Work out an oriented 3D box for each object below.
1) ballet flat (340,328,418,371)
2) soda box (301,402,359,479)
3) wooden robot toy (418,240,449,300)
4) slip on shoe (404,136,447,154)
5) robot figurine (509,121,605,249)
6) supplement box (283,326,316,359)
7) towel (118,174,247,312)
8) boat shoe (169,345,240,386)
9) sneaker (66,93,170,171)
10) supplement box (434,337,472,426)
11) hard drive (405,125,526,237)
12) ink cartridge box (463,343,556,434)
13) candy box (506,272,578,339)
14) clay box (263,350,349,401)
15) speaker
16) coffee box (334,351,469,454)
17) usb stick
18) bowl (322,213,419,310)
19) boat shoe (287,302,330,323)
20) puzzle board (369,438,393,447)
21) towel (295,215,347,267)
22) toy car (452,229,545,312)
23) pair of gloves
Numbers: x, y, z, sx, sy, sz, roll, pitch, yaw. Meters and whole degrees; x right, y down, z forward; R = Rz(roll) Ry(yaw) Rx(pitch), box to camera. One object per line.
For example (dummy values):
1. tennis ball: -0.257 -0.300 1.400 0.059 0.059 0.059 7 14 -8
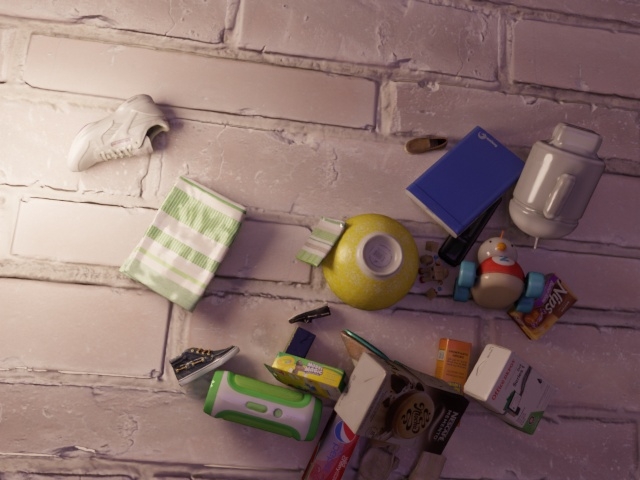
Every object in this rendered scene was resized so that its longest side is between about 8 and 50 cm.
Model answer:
1. ballet flat: 0.173 0.366 1.464 0.316 0.107 0.106 31 85 0
2. soda box: 0.044 0.545 1.418 0.083 0.092 0.263 27 78 0
3. wooden robot toy: 0.342 0.088 1.558 0.079 0.076 0.173 0 81 -38
4. slip on shoe: 0.327 -0.296 1.626 0.135 0.041 0.051 -4 81 -8
5. robot figurine: 0.674 -0.153 1.517 0.199 0.300 0.353 21 112 15
6. supplement box: -0.059 0.286 1.454 0.056 0.083 0.083 28 78 -2
7. towel: -0.375 0.000 1.460 0.248 0.038 0.325 27 78 11
8. boat shoe: -0.315 0.314 1.425 0.183 0.065 0.083 -29 86 -10
9. sneaker: -0.562 -0.278 1.470 0.305 0.114 0.152 -41 86 -12
10. supplement box: 0.368 0.400 1.494 0.078 0.080 0.233 12 81 -3
11. hard drive: 0.445 -0.183 1.598 0.318 0.040 0.210 -41 72 -12
12. ink cartridge box: 0.528 0.414 1.469 0.219 0.092 0.160 37 77 -23
13. candy box: 0.666 0.197 1.579 0.186 0.053 0.109 -39 87 -11
14. clay box: -0.032 0.359 1.389 0.222 0.127 0.053 12 58 25
15. speaker: -0.150 0.437 1.394 0.296 0.131 0.131 17 79 -4
16. coffee box: 0.209 0.415 1.332 0.297 0.119 0.168 24 94 -29
17. usb stick: 0.455 -0.045 1.598 0.077 0.045 0.278 34 78 10
18. bowl: 0.156 0.049 1.487 0.289 0.156 0.289 1 80 -7
19. boat shoe: -0.031 0.215 1.491 0.125 0.046 0.038 -18 78 -18
20. puzzle board: 0.191 0.518 1.463 0.128 0.011 0.096 -7 50 -9
21. towel: 0.000 0.000 1.502 0.023 0.113 0.152 43 74 -34
22. toy car: 0.512 0.061 1.518 0.219 0.210 0.238 8 63 11
23. pair of gloves: 0.213 0.652 1.448 0.240 0.042 0.204 20 79 -5
